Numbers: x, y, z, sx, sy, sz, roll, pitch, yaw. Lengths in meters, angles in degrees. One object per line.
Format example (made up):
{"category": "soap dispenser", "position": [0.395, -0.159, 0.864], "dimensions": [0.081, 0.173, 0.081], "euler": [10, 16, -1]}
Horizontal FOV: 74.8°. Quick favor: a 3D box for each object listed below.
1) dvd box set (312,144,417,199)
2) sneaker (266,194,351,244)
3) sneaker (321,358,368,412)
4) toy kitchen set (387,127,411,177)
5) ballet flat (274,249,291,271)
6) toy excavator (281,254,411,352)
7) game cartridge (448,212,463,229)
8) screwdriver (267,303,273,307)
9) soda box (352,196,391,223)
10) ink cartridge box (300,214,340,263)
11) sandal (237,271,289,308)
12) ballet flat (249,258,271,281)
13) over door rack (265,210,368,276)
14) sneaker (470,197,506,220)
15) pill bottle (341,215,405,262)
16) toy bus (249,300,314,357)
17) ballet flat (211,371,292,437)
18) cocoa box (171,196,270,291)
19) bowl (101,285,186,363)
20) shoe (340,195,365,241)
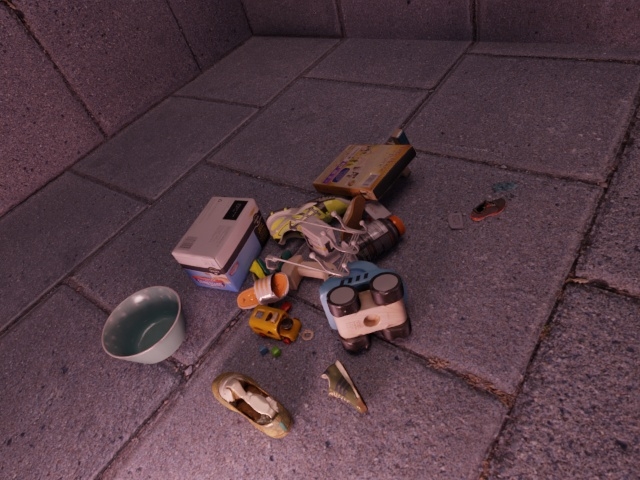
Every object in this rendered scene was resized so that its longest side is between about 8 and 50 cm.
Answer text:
{"category": "dvd box set", "position": [0.192, -0.327, 1.931], "dimensions": [0.307, 0.062, 0.421], "euler": [-49, 35, -19]}
{"category": "sneaker", "position": [-0.041, -0.086, 1.850], "dimensions": [0.386, 0.145, 0.147], "euler": [-19, 65, 5]}
{"category": "sneaker", "position": [0.069, 0.472, 1.313], "dimensions": [0.086, 0.064, 0.192], "euler": [-33, 45, -3]}
{"category": "toy kitchen set", "position": [0.400, -0.407, 2.020], "dimensions": [0.166, 0.122, 0.207], "euler": [27, 81, 36]}
{"category": "ballet flat", "position": [-0.167, 0.083, 1.778], "dimensions": [0.041, 0.041, 0.114], "euler": [10, 51, 27]}
{"category": "toy excavator", "position": [0.078, 0.173, 1.522], "dimensions": [0.434, 0.222, 0.445], "euler": [-16, 31, 5]}
{"category": "game cartridge", "position": [0.548, -0.078, 1.700], "dimensions": [0.056, 0.017, 0.083], "euler": [-2, 47, 13]}
{"category": "screwdriver", "position": [-0.200, 0.287, 1.614], "dimensions": [0.024, 0.025, 0.169], "euler": [-4, 56, 15]}
{"category": "soda box", "position": [0.225, -0.134, 1.826], "dimensions": [0.074, 0.069, 0.216], "euler": [-29, 46, -9]}
{"category": "ink cartridge box", "position": [0.000, 0.000, 1.700], "dimensions": [0.072, 0.175, 0.127], "euler": [-39, 48, -18]}
{"category": "sandal", "position": [-0.235, 0.203, 1.599], "dimensions": [0.266, 0.076, 0.101], "euler": [-27, 70, 26]}
{"category": "ballet flat", "position": [-0.226, 0.164, 1.706], "dimensions": [0.077, 0.077, 0.231], "euler": [-47, 47, 3]}
{"category": "over door rack", "position": [-0.020, 0.003, 1.493], "dimensions": [0.325, 0.108, 0.239], "euler": [5, 44, 24]}
{"category": "sneaker", "position": [0.675, -0.135, 1.673], "dimensions": [0.158, 0.064, 0.061], "euler": [-29, 45, -8]}
{"category": "pill bottle", "position": [0.216, -0.003, 1.662], "dimensions": [0.246, 0.130, 0.130], "euler": [-31, 46, -12]}
{"category": "toy bus", "position": [-0.156, 0.299, 1.513], "dimensions": [0.202, 0.104, 0.190], "euler": [-27, 49, -7]}
{"category": "ballet flat", "position": [-0.237, 0.504, 1.346], "dimensions": [0.349, 0.123, 0.123], "euler": [21, 58, 34]}
{"category": "cocoa box", "position": [-0.409, 0.010, 1.794], "dimensions": [0.232, 0.227, 0.346], "euler": [6, 50, 24]}
{"category": "bowl", "position": [-0.646, 0.345, 1.605], "dimensions": [0.312, 0.163, 0.311], "euler": [-9, 46, 10]}
{"category": "shoe", "position": [0.134, -0.085, 1.788], "dimensions": [0.058, 0.077, 0.218], "euler": [-1, 67, 66]}
